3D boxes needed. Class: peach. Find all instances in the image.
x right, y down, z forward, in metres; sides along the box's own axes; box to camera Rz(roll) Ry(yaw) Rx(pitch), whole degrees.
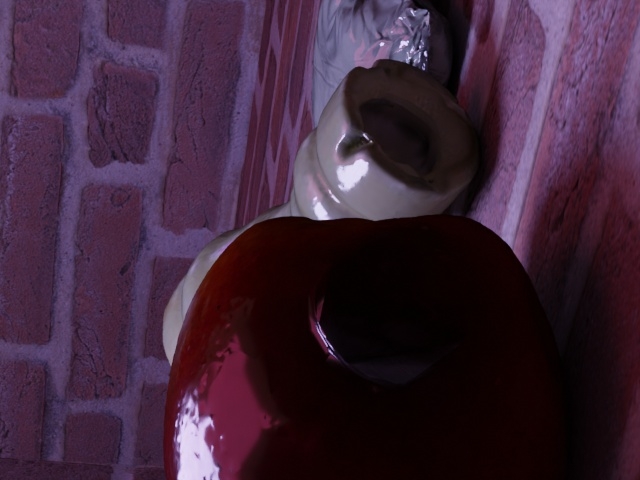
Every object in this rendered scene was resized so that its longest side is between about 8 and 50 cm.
[{"bbox_3d":[0.040,0.142,1.323,0.310,0.335,0.406,108,170,-60],"label":"peach"}]

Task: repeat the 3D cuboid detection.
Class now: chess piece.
[{"bbox_3d":[0.000,0.000,1.803,0.442,0.234,0.234,-54,29,42],"label":"chess piece"}]

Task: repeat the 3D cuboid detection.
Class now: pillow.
[{"bbox_3d":[0.072,-0.188,1.923,0.283,0.138,0.310,-112,25,-52],"label":"pillow"}]
